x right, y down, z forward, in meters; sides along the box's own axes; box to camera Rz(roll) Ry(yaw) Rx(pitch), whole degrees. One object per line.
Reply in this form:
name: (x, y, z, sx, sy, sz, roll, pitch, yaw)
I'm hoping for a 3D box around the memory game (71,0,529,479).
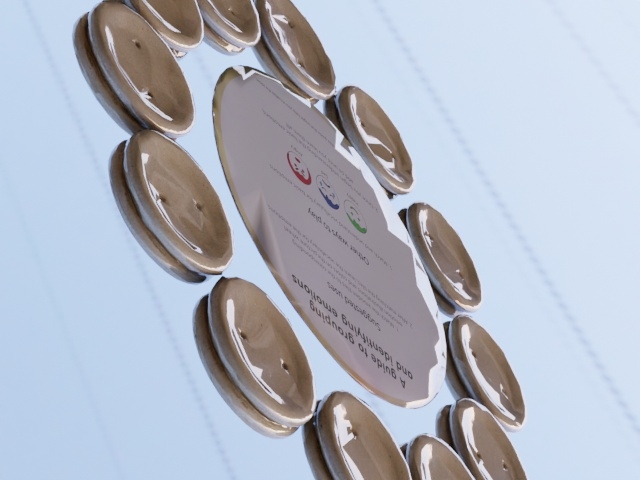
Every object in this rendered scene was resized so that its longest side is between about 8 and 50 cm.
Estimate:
memory game: (0.000, 0.000, 0.497, 0.186, 0.012, 0.186, 48, -157, -28)
